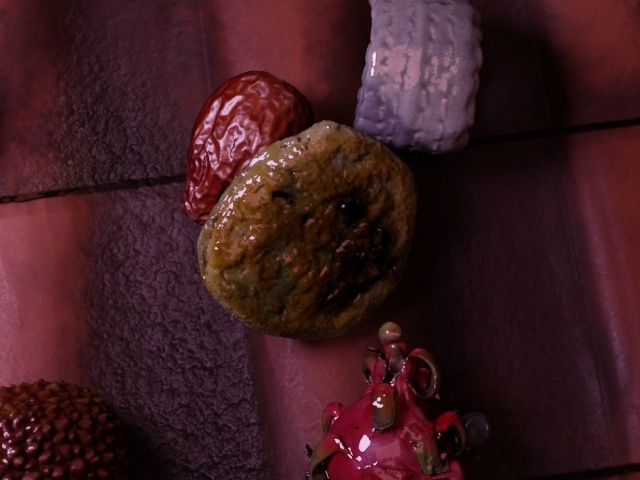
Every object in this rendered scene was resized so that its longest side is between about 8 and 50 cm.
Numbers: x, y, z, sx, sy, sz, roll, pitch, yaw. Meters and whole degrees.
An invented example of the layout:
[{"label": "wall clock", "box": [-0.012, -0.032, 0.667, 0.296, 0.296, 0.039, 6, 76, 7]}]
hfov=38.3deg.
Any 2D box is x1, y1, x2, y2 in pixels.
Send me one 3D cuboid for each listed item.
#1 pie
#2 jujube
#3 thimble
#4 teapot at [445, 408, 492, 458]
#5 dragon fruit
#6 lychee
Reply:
[{"label": "pie", "box": [0.000, 0.000, 1.252, 0.323, 0.070, 0.323, -6, 108, -19]}, {"label": "jujube", "box": [-0.110, -0.124, 1.298, 0.168, 0.168, 0.236, 31, 89, 5]}, {"label": "thimble", "box": [0.141, -0.241, 1.291, 0.172, 0.205, 0.250, 8, 60, 0]}, {"label": "teapot", "box": [0.208, 0.262, 1.267, 0.063, 0.083, 0.049, 42, 80, -1]}, {"label": "dragon fruit", "box": [0.098, 0.270, 1.218, 0.198, 0.218, 0.272, 40, 77, -36]}, {"label": "lychee", "box": [-0.379, 0.291, 1.167, 0.272, 0.271, 0.271, 0, 80, 0]}]
